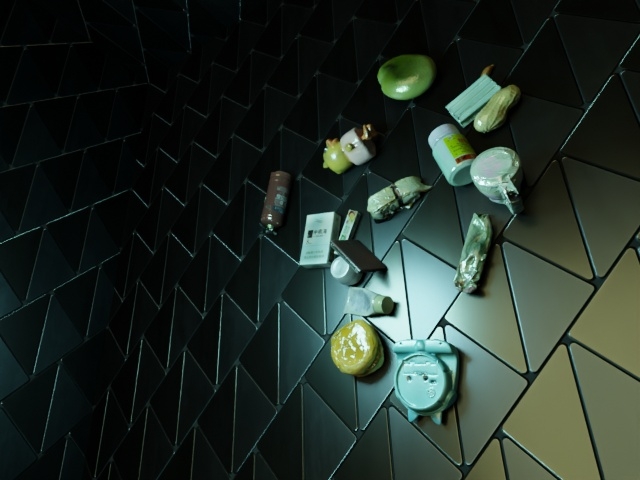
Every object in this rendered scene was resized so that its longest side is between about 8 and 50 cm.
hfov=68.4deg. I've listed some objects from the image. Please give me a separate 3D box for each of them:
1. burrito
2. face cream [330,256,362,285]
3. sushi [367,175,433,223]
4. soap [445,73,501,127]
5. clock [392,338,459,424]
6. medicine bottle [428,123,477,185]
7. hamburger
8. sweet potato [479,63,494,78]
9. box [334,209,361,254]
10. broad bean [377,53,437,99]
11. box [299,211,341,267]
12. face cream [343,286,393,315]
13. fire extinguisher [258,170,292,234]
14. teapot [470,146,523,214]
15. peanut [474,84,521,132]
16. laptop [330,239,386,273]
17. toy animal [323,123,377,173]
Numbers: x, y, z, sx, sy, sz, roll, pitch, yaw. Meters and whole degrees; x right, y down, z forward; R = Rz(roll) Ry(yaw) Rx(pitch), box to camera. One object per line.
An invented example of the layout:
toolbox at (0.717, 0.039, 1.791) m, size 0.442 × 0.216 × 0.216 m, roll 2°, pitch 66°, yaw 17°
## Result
burrito at (0.548, 0.040, 1.660) m, size 0.096 × 0.066 × 0.309 m, roll 5°, pitch 70°, yaw 42°
face cream at (0.108, 0.123, 1.933) m, size 0.117 × 0.104 × 0.117 m, roll -17°, pitch 60°, yaw 32°
sushi at (0.313, -0.184, 1.914) m, size 0.273 × 0.109 × 0.134 m, roll -21°, pitch 59°, yaw 28°
soap at (0.617, -0.557, 1.883) m, size 0.198 × 0.063 × 0.114 m, roll -39°, pitch 53°, yaw 17°
clock at (0.351, 0.474, 1.592) m, size 0.223 × 0.094 × 0.274 m, roll -11°, pitch 62°, yaw 35°
medicine bottle at (0.513, -0.328, 1.807) m, size 0.139 × 0.139 × 0.225 m, roll -34°, pitch 53°, yaw 21°
hamburger at (0.142, 0.410, 1.781) m, size 0.214 × 0.108 × 0.214 m, roll -21°, pitch 54°, yaw 32°
sweet potato at (0.672, -0.678, 1.916) m, size 0.034 × 0.034 × 0.095 m, roll 34°, pitch 89°, yaw 42°
box at (0.117, -0.031, 2.041) m, size 0.050 × 0.041 × 0.207 m, roll 13°, pitch 78°, yaw 37°
broad bean at (0.381, -0.737, 2.113) m, size 0.291 × 0.119 × 0.238 m, roll 22°, pitch 75°, yaw 39°
box at (0.000, 0.000, 2.100) m, size 0.155 × 0.067 × 0.243 m, roll -3°, pitch 68°, yaw 35°
face cream at (0.182, 0.244, 1.861) m, size 0.224 × 0.070 × 0.114 m, roll -2°, pitch 68°, yaw 50°
fire extinguisher at (-0.228, -0.174, 2.311) m, size 0.114 × 0.135 × 0.337 m, roll -6°, pitch 67°, yaw 41°
teapot at (0.644, -0.204, 1.632) m, size 0.163 × 0.178 × 0.221 m, roll -48°, pitch 47°, yaw 0°
peanut at (0.676, -0.501, 1.794) m, size 0.098 × 0.090 × 0.214 m, roll 42°, pitch 98°, yaw 34°
laptop at (0.151, 0.063, 1.908) m, size 0.207 × 0.154 × 0.026 m, roll 46°, pitch 127°, yaw 40°
toy animal at (0.127, -0.408, 2.137) m, size 0.281 × 0.195 × 0.169 m, roll -19°, pitch 99°, yaw 26°
